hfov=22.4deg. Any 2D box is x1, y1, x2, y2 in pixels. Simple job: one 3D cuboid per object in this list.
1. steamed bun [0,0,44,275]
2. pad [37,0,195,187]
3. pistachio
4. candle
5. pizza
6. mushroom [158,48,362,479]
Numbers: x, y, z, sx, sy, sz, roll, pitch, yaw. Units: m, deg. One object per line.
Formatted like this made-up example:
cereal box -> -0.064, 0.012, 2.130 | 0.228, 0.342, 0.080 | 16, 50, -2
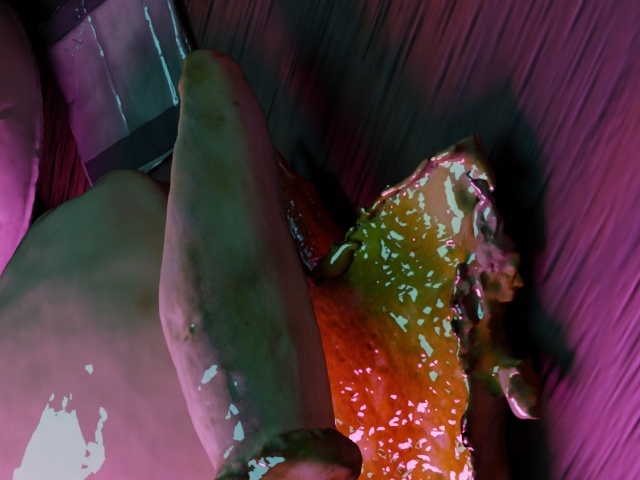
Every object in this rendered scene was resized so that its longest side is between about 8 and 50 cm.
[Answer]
steamed bun -> -0.419, -0.075, 1.493 | 0.374, 0.241, 0.374 | -19, 66, 52
pad -> -0.165, -0.140, 1.360 | 0.233, 0.022, 0.174 | -24, 84, 56
pistachio -> -0.140, 0.167, 1.257 | 0.365, 0.281, 0.445 | 4, 92, 59
candle -> 0.000, 0.000, 1.165 | 0.053, 0.048, 0.162 | -33, 77, 26
pizza -> 0.069, 0.067, 1.052 | 0.189, 0.071, 0.296 | 19, 121, 45
mushroom -> -0.057, 0.033, 1.067 | 0.107, 0.087, 0.333 | -23, 66, 15
